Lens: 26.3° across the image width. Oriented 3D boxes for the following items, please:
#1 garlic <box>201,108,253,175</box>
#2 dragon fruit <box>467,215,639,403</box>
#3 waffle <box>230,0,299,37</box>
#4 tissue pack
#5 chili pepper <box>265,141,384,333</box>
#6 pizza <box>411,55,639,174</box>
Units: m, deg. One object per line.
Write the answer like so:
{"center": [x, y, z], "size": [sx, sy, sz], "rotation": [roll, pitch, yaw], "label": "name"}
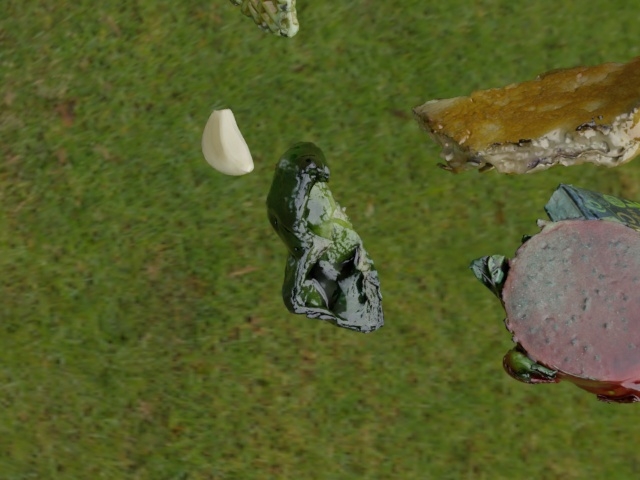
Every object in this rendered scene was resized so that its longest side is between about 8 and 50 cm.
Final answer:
{"center": [-0.110, -0.109, 1.564], "size": [0.041, 0.053, 0.083], "rotation": [-12, 80, -47], "label": "garlic"}
{"center": [0.197, 0.062, 0.927], "size": [0.138, 0.142, 0.175], "rotation": [-45, 132, 4], "label": "dragon fruit"}
{"center": [-0.092, -0.380, 1.831], "size": [0.054, 0.208, 0.214], "rotation": [-24, 121, -22], "label": "waffle"}
{"center": [0.485, -0.002, 2.160], "size": [0.236, 0.173, 0.073], "rotation": [11, 122, -31], "label": "tissue pack"}
{"center": [-0.006, 0.006, 1.759], "size": [0.116, 0.148, 0.264], "rotation": [-21, 113, 7], "label": "chili pepper"}
{"center": [0.169, -0.082, 1.055], "size": [0.147, 0.226, 0.069], "rotation": [-64, 137, -56], "label": "pizza"}
